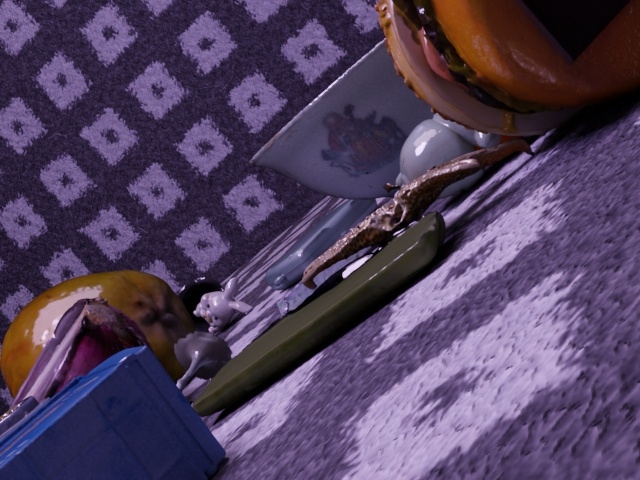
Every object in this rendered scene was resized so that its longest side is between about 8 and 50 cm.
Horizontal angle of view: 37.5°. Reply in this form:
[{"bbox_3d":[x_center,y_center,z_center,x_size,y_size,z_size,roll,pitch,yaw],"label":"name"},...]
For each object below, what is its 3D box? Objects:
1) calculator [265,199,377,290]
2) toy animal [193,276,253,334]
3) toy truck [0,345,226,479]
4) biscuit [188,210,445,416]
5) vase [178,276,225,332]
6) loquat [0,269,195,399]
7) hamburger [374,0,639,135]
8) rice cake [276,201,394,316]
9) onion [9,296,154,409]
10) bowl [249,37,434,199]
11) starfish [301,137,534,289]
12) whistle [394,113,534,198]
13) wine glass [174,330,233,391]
[{"bbox_3d":[0.000,0.000,1.583,0.246,0.045,0.141,-44,6,-37],"label":"calculator"},{"bbox_3d":[-0.181,0.125,1.717,0.085,0.071,0.124,-22,-10,-19],"label":"toy animal"},{"bbox_3d":[-0.226,0.217,0.696,0.175,0.146,0.367,-31,9,39],"label":"toy truck"},{"bbox_3d":[-0.002,0.075,0.911,0.322,0.038,0.099,-37,9,28],"label":"biscuit"},{"bbox_3d":[-0.245,0.137,1.967,0.115,0.115,0.237,-41,2,-10],"label":"vase"},{"bbox_3d":[-0.345,0.172,1.472,0.284,0.276,0.276,-35,6,23],"label":"loquat"},{"bbox_3d":[0.190,-0.233,0.886,0.291,0.291,0.225,-42,10,-17],"label":"hamburger"},{"bbox_3d":[0.032,0.024,1.158,0.211,0.034,0.043,-41,-4,-4],"label":"rice cake"},{"bbox_3d":[-0.331,0.249,1.232,0.348,0.159,0.267,-55,15,9],"label":"onion"},{"bbox_3d":[0.127,-0.180,1.339,0.435,0.196,0.435,-41,4,4],"label":"bowl"},{"bbox_3d":[0.086,-0.032,0.954,0.247,0.050,0.138,-34,-11,34],"label":"starfish"},{"bbox_3d":[0.175,-0.130,1.050,0.253,0.102,0.106,-46,-37,1],"label":"whistle"},{"bbox_3d":[-0.163,0.183,0.959,0.074,0.074,0.262,-38,10,27],"label":"wine glass"}]
